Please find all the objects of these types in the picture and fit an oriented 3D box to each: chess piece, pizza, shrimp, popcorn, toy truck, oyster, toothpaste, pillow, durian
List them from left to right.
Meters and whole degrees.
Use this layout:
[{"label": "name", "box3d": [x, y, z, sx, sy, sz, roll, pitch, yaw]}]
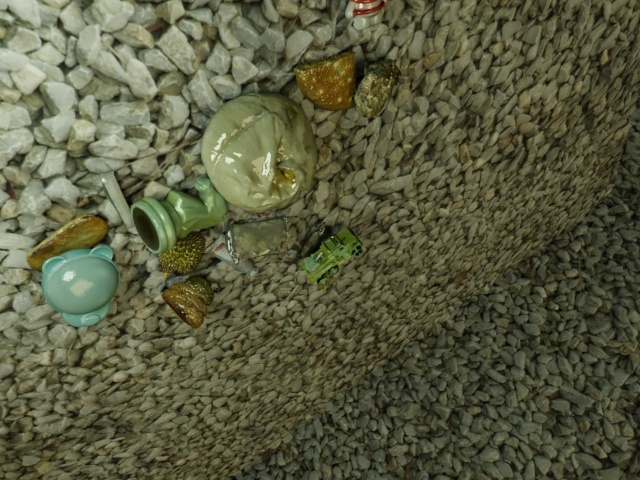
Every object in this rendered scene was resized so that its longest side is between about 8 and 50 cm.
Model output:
[{"label": "durian", "box3d": [-0.477, 0.065, 1.585, 0.208, 0.102, 0.146, -44, 148, 15]}, {"label": "chess piece", "box3d": [-0.409, -0.091, 1.442, 0.298, 0.176, 0.175, -30, 146, -39]}, {"label": "toothpaste", "box3d": [-0.321, 0.065, 1.749, 0.089, 0.057, 0.234, -42, 136, 3]}, {"label": "pillow", "box3d": [-0.226, -0.003, 1.702, 0.255, 0.169, 0.059, -7, 175, -34]}, {"label": "shrimp", "box3d": [0.000, 0.000, 1.941, 0.150, 0.051, 0.217, -8, 142, -37]}, {"label": "popcorn", "box3d": [0.004, 0.183, 2.130, 0.084, 0.084, 0.084, -22, 140, -20]}, {"label": "toy truck", "box3d": [0.042, 0.053, 1.895, 0.260, 0.128, 0.135, -36, 144, -1]}, {"label": "pizza", "box3d": [0.036, -0.500, 1.436, 0.292, 0.058, 0.197, 8, 123, -45]}, {"label": "oyster", "box3d": [0.184, -0.490, 1.493, 0.198, 0.092, 0.260, -60, 154, 6]}]

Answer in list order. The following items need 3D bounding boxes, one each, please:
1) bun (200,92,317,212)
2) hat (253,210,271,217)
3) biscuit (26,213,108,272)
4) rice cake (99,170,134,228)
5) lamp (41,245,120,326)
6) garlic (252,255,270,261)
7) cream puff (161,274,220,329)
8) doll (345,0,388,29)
[{"label": "bun", "box3d": [-0.159, -0.246, 1.369, 0.365, 0.219, 0.365, -15, 119, -29]}, {"label": "hat", "box3d": [-0.173, -0.189, 1.578, 0.227, 0.129, 0.140, -49, 120, -14]}, {"label": "biscuit", "box3d": [-0.741, 0.010, 1.373, 0.247, 0.029, 0.118, -37, 150, -1]}, {"label": "rice cake", "box3d": [-0.585, -0.115, 1.361, 0.047, 0.036, 0.206, -37, 144, -24]}, {"label": "lamp", "box3d": [-0.718, 0.147, 1.415, 0.209, 0.147, 0.284, -15, 146, -35]}, {"label": "garlic", "box3d": [-0.226, 0.045, 1.782, 0.094, 0.074, 0.113, -56, 155, 8]}, {"label": "cream puff", "box3d": [-0.456, 0.207, 1.703, 0.169, 0.183, 0.183, -45, 147, -24]}, {"label": "doll", "box3d": [0.115, -0.711, 1.222, 0.161, 0.130, 0.290, -24, 135, -13]}]
